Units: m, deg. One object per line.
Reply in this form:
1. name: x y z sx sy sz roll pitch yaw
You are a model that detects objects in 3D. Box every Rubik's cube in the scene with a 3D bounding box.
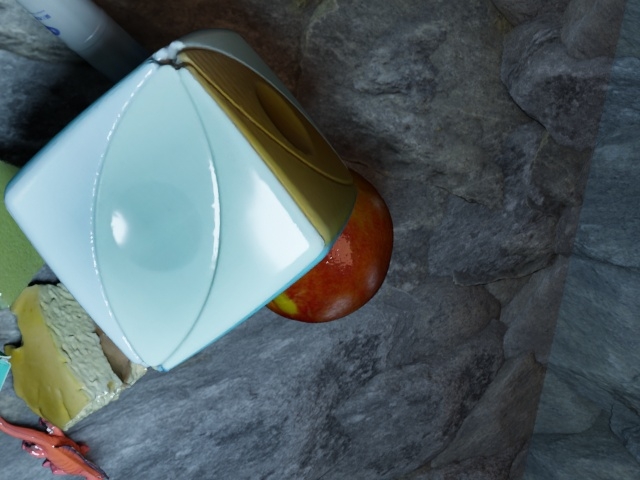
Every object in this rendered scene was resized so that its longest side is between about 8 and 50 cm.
1. Rubik's cube: -0.182 -0.070 1.313 0.347 0.351 0.352 51 20 -9

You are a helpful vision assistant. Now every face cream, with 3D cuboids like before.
1. face cream: -0.350 -0.316 1.366 0.250 0.077 0.077 40 73 -48

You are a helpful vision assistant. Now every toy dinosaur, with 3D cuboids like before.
1. toy dinosaur: -0.425 0.341 1.492 0.070 0.139 0.286 -54 138 -21

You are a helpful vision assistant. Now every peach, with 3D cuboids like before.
1. peach: 0.000 0.000 1.745 0.332 0.307 0.308 -4 108 -54

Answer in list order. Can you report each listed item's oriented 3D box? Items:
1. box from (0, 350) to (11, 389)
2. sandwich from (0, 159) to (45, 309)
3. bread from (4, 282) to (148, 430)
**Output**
1. box: -0.596 0.276 1.281 0.205 0.118 0.311 24 87 -54
2. sandwich: -0.451 0.001 1.337 0.245 0.063 0.212 24 66 -54
3. bread: -0.413 0.194 1.499 0.183 0.224 0.211 -20 161 -51
